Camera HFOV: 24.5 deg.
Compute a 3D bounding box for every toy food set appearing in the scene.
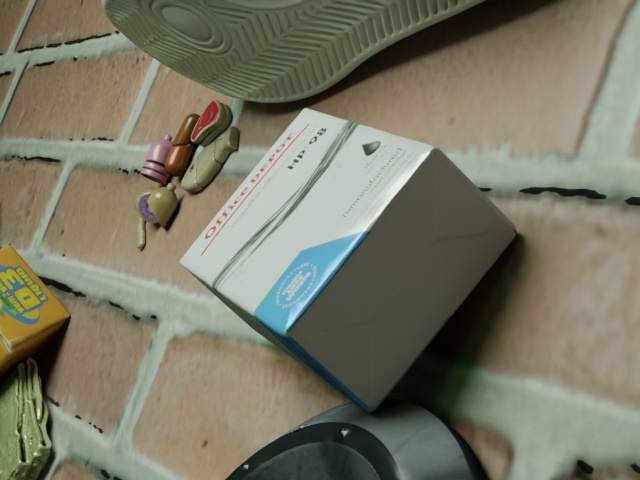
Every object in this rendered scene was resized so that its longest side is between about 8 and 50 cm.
[{"bbox_3d":[-0.096,-0.052,0.987,0.122,0.019,0.078,-46,32,33],"label":"toy food set"}]

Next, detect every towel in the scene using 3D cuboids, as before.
[{"bbox_3d":[-0.233,0.164,1.040,0.148,0.027,0.110,-51,30,22],"label":"towel"}]

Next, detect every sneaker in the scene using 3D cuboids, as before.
[{"bbox_3d":[0.006,-0.182,0.815,0.350,0.131,0.148,-8,53,53],"label":"sneaker"}]

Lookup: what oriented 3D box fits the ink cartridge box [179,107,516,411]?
[{"bbox_3d":[0.000,0.000,0.696,0.104,0.060,0.180,-51,25,-6],"label":"ink cartridge box"}]

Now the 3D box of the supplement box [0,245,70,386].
[{"bbox_3d":[-0.286,0.107,1.105,0.233,0.078,0.080,-45,-9,34],"label":"supplement box"}]

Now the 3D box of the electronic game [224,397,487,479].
[{"bbox_3d":[-0.014,0.169,0.611,0.229,0.048,0.229,-39,31,29],"label":"electronic game"}]
